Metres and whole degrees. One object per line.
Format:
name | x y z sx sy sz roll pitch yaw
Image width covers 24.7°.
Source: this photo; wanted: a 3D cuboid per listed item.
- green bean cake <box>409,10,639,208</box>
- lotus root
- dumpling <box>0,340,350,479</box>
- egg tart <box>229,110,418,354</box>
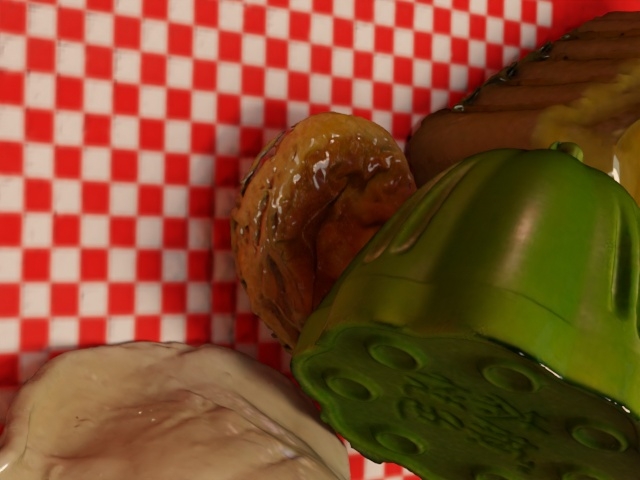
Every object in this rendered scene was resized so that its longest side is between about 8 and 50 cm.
green bean cake | 0.188 -0.005 0.865 0.236 0.124 0.233 -34 114 -38
lotus root | 0.096 0.020 0.698 0.186 0.186 0.186 -1 92 -43
dumpling | -0.067 0.126 0.638 0.179 0.131 0.252 43 44 -11
egg tart | 0.000 0.000 0.738 0.130 0.052 0.130 -2 93 -44
